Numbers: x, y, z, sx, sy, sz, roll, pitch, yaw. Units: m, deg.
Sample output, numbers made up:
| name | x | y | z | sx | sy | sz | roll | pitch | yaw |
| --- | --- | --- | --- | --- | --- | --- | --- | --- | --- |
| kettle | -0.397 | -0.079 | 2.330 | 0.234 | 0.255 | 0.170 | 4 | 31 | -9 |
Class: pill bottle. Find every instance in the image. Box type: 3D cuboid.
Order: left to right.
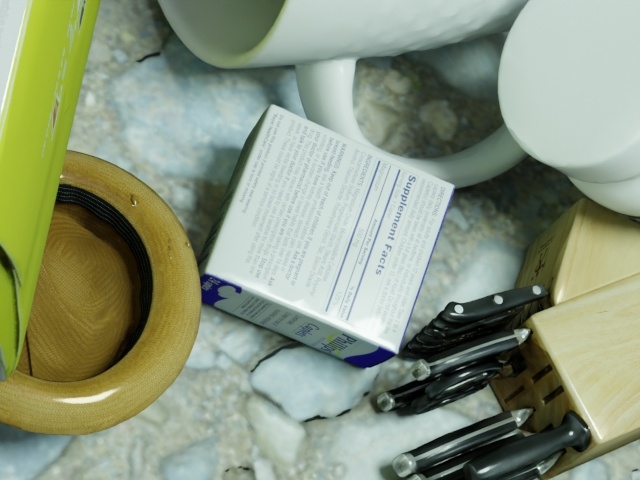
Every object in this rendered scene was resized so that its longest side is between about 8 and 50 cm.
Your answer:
| name | x | y | z | sx | sy | sz | roll | pitch | yaw |
| --- | --- | --- | --- | --- | --- | --- | --- | --- | --- |
| pill bottle | 0.256 | -0.083 | 1.114 | 0.283 | 0.161 | 0.161 | 17 | 57 | -46 |

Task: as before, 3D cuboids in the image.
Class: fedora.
| name | x | y | z | sx | sy | sz | roll | pitch | yaw |
| --- | --- | --- | --- | --- | --- | --- | --- | --- | --- |
| fedora | -0.167 | 0.038 | 1.007 | 0.194 | 0.079 | 0.194 | 10 | 58 | -16 |

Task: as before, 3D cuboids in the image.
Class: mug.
| name | x | y | z | sx | sy | sz | roll | pitch | yaw |
| --- | --- | --- | --- | --- | --- | --- | --- | --- | --- |
| mug | 0.073 | -0.220 | 1.135 | 0.328 | 0.276 | 0.374 | -9 | 100 | -28 |

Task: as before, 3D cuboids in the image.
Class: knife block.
| name | x | y | z | sx | sy | sz | roll | pitch | yaw |
| --- | --- | --- | --- | --- | --- | --- | --- | --- | --- |
| knife block | 0.185 | 0.109 | 1.103 | 0.275 | 0.088 | 0.242 | 25 | 61 | -9 |

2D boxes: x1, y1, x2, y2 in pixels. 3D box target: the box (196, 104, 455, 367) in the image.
| name | x | y | z | sx | sy | sz | roll | pitch | yaw |
| --- | --- | --- | --- | --- | --- | --- | --- | --- | --- |
| box | 0.000 | 0.000 | 1.083 | 0.137 | 0.072 | 0.126 | 24 | 70 | -8 |

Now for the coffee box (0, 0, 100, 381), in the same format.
| name | x | y | z | sx | sy | sz | roll | pitch | yaw |
| --- | --- | --- | --- | --- | --- | --- | --- | --- | --- |
| coffee box | -0.279 | -0.146 | 0.800 | 0.334 | 0.338 | 0.338 | 11 | 75 | -5 |
